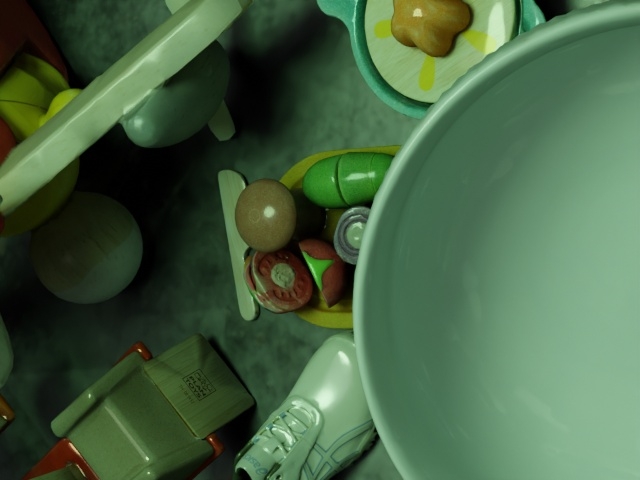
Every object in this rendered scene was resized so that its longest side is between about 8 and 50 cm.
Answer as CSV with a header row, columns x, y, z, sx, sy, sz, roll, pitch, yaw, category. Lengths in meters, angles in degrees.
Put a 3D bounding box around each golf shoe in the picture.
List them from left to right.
x,y,z,sx,sy,sz,roll,pitch,yaw,category
-0.017,0.145,1.035,0.069,0.086,0.176,32,106,31,golf shoe

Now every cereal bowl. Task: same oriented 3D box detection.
x,y,z,sx,sy,sz,roll,pitch,yaw,category
0.189,0.028,0.827,0.339,0.141,0.339,2,106,8,cereal bowl

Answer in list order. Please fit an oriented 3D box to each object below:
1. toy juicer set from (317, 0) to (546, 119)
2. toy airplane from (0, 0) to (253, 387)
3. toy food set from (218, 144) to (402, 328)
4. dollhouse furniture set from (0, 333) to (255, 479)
x,y,z,sx,sy,sz,roll,pitch,yaw,category
0.101,-0.172,0.948,0.329,0.089,0.209,50,116,23,toy juicer set
-0.231,-0.028,1.064,0.386,0.272,0.384,6,64,50,toy airplane
0.000,0.000,1.028,0.218,0.071,0.128,-4,89,34,toy food set
-0.177,0.189,1.119,0.262,0.135,0.259,51,122,7,dollhouse furniture set
